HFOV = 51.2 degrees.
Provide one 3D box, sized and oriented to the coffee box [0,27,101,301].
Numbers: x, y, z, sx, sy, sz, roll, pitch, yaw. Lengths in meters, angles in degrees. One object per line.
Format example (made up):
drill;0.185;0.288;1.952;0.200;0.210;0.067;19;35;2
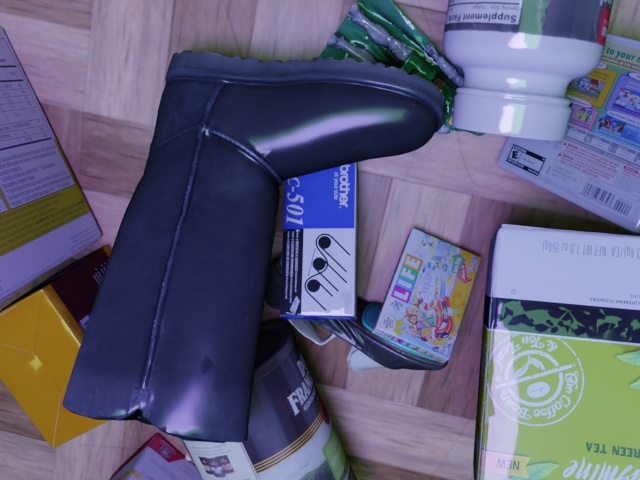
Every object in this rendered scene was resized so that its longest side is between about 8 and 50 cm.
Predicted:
coffee box;-0.550;-0.054;0.832;0.337;0.338;0.334;-20;102;12

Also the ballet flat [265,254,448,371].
ballet flat;0.042;0.118;0.942;0.280;0.095;0.096;31;118;8

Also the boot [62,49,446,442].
boot;-0.070;0.013;0.779;0.367;0.146;0.445;8;72;18

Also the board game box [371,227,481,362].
board game box;0.143;0.072;0.892;0.103;0.026;0.154;23;67;0

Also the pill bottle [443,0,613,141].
pill bottle;0.233;-0.277;0.741;0.176;0.176;0.318;8;104;5

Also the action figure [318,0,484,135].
action figure;0.120;-0.207;0.849;0.232;0.063;0.137;34;104;-7

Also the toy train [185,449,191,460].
toy train;-0.204;0.279;1.037;0.125;0.046;0.166;-37;99;15

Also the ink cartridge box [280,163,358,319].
ink cartridge box;0.000;0.000;0.882;0.097;0.046;0.207;0;77;8

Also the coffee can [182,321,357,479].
coffee can;-0.080;0.283;0.941;0.201;0.201;0.275;-20;103;12

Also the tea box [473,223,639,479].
tea box;0.355;0.157;0.780;0.329;0.220;0.324;3;88;12

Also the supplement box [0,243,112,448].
supplement box;-0.334;0.139;0.935;0.129;0.194;0.191;-28;101;14

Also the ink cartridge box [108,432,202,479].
ink cartridge box;-0.272;0.416;1.017;0.128;0.176;0.127;45;106;-6

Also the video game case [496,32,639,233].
video game case;0.326;-0.139;0.782;0.023;0.212;0.193;5;113;-38
